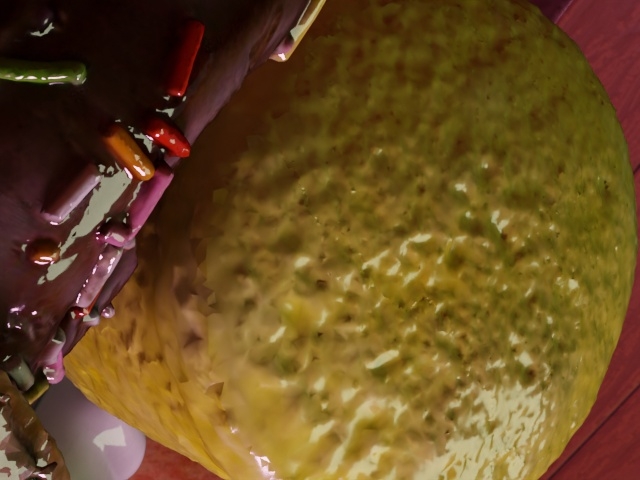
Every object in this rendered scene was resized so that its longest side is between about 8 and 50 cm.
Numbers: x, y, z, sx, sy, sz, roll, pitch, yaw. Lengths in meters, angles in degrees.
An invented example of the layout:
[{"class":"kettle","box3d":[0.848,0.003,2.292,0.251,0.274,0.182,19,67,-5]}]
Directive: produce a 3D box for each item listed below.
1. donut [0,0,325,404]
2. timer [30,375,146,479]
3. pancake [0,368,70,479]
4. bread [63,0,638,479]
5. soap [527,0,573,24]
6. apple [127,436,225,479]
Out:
[{"class":"donut","box3d":[-0.135,-0.031,0.890,0.345,0.136,0.259,-55,-179,33]},{"class":"timer","box3d":[-0.242,0.212,1.458,0.315,0.291,0.291,-67,-174,-28]},{"class":"pancake","box3d":[-0.239,0.188,0.731,0.387,0.082,0.387,-32,133,-42]},{"class":"bread","box3d":[0.000,0.000,1.205,0.348,0.348,0.308,-53,-150,-18]},{"class":"soap","box3d":[0.113,-0.264,1.402,0.359,0.233,0.128,-52,-179,-12]},{"class":"apple","box3d":[-0.211,0.205,1.710,0.269,0.345,0.345,11,127,-40]}]
